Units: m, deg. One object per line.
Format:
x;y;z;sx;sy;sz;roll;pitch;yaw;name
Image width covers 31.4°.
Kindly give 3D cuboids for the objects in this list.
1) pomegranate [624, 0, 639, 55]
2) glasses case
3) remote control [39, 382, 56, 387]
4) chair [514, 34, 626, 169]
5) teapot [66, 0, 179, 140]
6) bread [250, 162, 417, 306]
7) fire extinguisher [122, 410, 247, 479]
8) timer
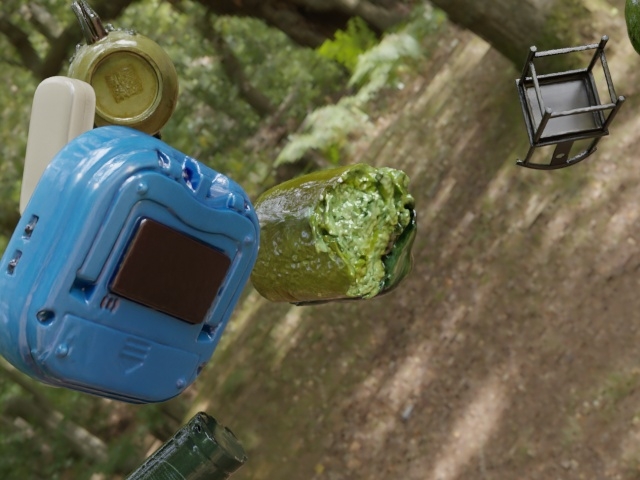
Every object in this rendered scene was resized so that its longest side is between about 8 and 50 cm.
0.604;-0.374;1.859;0.202;0.202;0.248;-53;-18;24;pomegranate
-0.337;-0.111;1.459;0.050;0.083;0.196;12;-96;-52;glasses case
-0.484;0.232;2.147;0.184;0.050;0.027;127;149;-45;remote control
0.429;-0.235;2.007;0.260;0.154;0.141;90;171;-73;chair
-0.319;-0.252;1.793;0.173;0.269;0.182;-29;9;-8;teapot
0.000;0.000;2.092;0.208;0.251;0.376;-12;3;-33;bread
-0.248;0.361;1.541;0.311;0.114;0.095;-44;0;4;fire extinguisher
-0.220;0.040;1.365;0.340;0.115;0.309;28;-95;-54;timer
